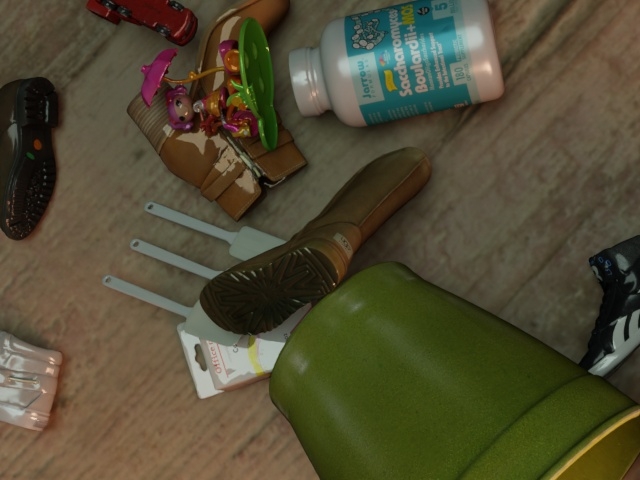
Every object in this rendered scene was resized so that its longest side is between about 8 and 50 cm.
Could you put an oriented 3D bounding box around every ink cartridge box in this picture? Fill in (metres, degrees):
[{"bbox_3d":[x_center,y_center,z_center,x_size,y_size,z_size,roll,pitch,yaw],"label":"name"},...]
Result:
[{"bbox_3d":[-0.094,0.127,1.673,0.198,0.067,0.115,-21,79,9],"label":"ink cartridge box"}]

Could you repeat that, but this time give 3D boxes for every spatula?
[{"bbox_3d":[-0.172,0.037,1.679,0.242,0.019,0.168,19,71,27],"label":"spatula"}]

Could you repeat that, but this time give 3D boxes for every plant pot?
[{"bbox_3d":[0.135,0.218,1.491,0.353,0.366,0.366,43,93,25],"label":"plant pot"}]

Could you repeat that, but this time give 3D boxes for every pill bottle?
[{"bbox_3d":[0.097,-0.228,1.638,0.264,0.146,0.146,-12,81,10],"label":"pill bottle"}]

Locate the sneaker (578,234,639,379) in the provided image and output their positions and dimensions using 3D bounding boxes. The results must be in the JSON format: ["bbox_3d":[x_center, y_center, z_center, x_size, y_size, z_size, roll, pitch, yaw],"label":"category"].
[{"bbox_3d":[0.360,0.083,1.583,0.217,0.079,0.121,-43,73,-4],"label":"sneaker"}]

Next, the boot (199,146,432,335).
[{"bbox_3d":[0.000,0.000,1.594,0.236,0.269,0.089,-20,108,37],"label":"boot"}]

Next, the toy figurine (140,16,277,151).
[{"bbox_3d":[-0.149,-0.188,1.620,0.159,0.130,0.173,-6,113,14],"label":"toy figurine"}]

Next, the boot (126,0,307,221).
[{"bbox_3d":[-0.092,-0.184,1.698,0.283,0.109,0.220,-44,84,-8],"label":"boot"}]

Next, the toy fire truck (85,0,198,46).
[{"bbox_3d":[-0.244,-0.311,1.727,0.192,0.135,0.047,27,87,13],"label":"toy fire truck"}]

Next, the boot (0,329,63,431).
[{"bbox_3d":[-0.481,0.172,1.747,0.258,0.095,0.123,14,80,5],"label":"boot"}]

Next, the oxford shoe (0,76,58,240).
[{"bbox_3d":[-0.426,-0.113,1.779,0.096,0.083,0.227,1,82,32],"label":"oxford shoe"}]
